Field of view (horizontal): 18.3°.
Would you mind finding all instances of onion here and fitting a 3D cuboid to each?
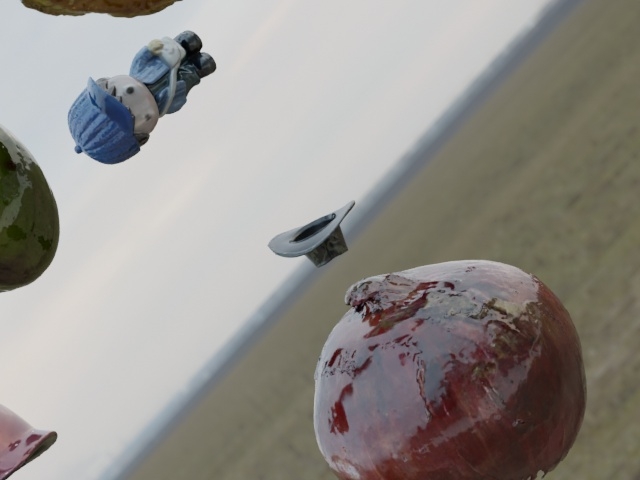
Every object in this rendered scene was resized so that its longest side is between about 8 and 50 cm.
[{"bbox_3d":[0.120,0.136,1.934,0.276,0.276,0.276,-47,0,0],"label":"onion"}]

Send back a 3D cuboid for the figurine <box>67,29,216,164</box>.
[{"bbox_3d":[-0.155,-0.121,1.658,0.079,0.077,0.136,-18,22,45],"label":"figurine"}]

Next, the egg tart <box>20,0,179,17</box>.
[{"bbox_3d":[-0.209,-0.375,2.189,0.341,0.129,0.341,-17,-24,-8],"label":"egg tart"}]

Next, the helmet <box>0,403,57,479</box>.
[{"bbox_3d":[-0.407,0.221,1.979,0.253,0.154,0.198,-40,-1,11],"label":"helmet"}]

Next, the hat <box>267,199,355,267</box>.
[{"bbox_3d":[0.000,0.000,2.228,0.121,0.050,0.121,-28,12,6],"label":"hat"}]

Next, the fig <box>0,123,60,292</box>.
[{"bbox_3d":[-0.401,-0.048,2.286,0.203,0.225,0.203,-3,-13,-1],"label":"fig"}]
